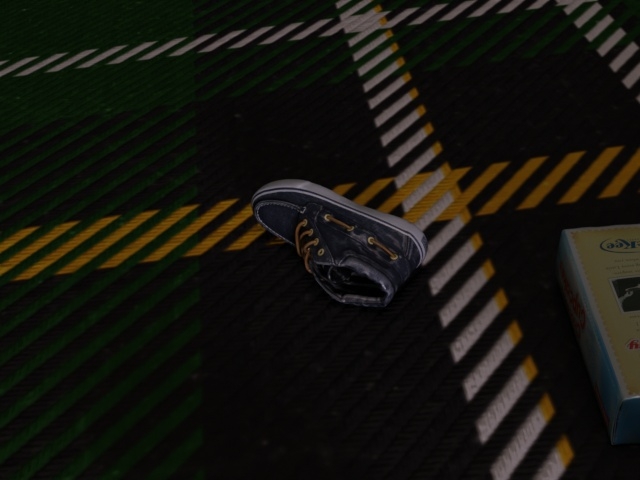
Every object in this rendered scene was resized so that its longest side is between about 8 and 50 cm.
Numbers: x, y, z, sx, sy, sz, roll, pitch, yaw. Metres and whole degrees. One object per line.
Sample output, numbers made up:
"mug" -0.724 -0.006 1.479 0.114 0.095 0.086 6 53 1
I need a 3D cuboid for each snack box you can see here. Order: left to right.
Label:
"snack box" 0.367 0.059 0.691 0.322 0.060 0.187 -4 41 2

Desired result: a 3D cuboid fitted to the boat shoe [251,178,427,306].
"boat shoe" 0.000 0.000 0.808 0.183 0.065 0.083 17 43 24
